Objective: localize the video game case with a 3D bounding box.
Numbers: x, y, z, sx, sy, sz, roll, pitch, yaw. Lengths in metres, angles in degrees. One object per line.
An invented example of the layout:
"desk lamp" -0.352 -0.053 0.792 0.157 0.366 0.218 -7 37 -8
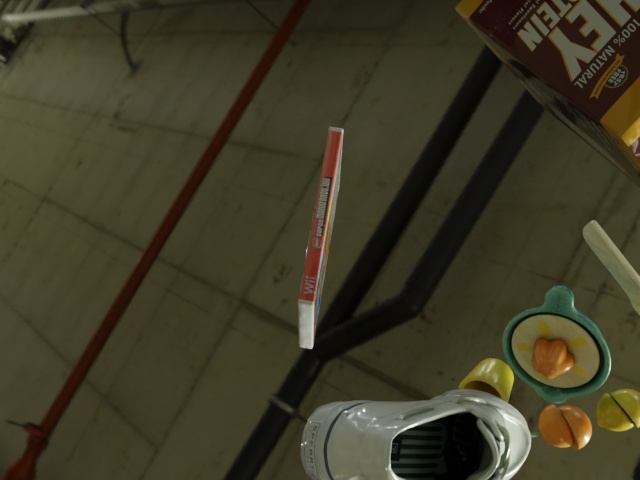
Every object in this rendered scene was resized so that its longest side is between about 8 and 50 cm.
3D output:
"video game case" 0.000 0.000 1.211 0.025 0.204 0.285 8 -115 3

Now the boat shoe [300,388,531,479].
"boat shoe" 0.090 0.147 0.539 0.076 0.226 0.083 -3 -97 46

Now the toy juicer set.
"toy juicer set" 0.328 0.158 0.994 0.089 0.209 0.329 -43 164 -48

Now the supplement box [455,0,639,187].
"supplement box" 0.247 -0.141 0.626 0.129 0.191 0.194 -47 -131 13
